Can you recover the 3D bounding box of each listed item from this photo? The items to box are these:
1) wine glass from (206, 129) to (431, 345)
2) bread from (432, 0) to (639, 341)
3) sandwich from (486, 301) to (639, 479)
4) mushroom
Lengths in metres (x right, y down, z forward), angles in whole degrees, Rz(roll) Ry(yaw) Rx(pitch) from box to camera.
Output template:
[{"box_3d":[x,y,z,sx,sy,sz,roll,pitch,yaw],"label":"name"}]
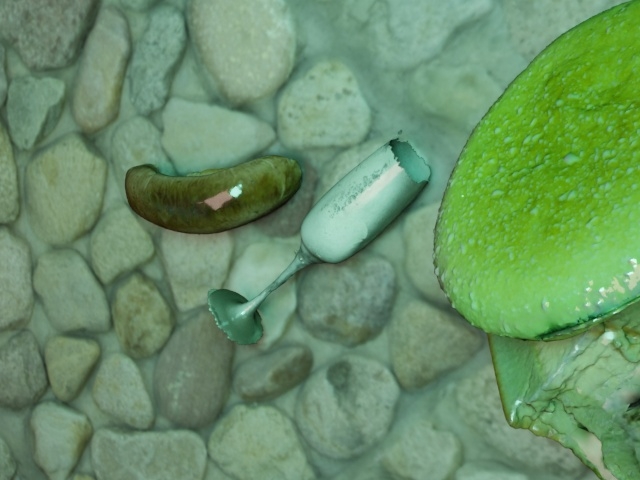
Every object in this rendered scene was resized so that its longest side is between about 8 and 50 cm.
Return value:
[{"box_3d":[0.000,0.000,0.904,0.262,0.074,0.074,-42,77,28],"label":"wine glass"},{"box_3d":[0.182,-0.059,0.674,0.045,0.301,0.301,37,124,-24],"label":"bread"},{"box_3d":[0.201,0.047,0.713,0.227,0.198,0.155,42,118,17],"label":"sandwich"},{"box_3d":[-0.122,-0.043,0.959,0.209,0.094,0.072,-1,95,27],"label":"mushroom"}]
